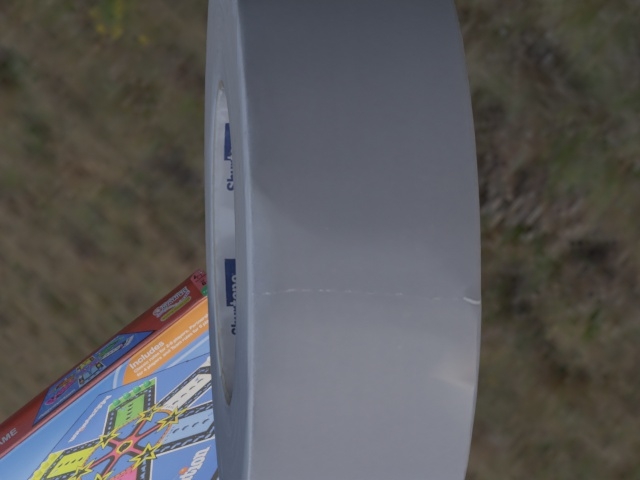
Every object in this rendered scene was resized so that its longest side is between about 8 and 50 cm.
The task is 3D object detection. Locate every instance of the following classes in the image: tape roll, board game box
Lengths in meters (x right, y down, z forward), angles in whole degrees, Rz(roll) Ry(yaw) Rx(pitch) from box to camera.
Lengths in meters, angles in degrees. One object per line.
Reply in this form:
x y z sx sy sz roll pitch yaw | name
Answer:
0.000 0.000 0.625 0.072 0.219 0.219 -1 170 -6 | tape roll
-0.127 0.152 0.837 0.145 0.281 0.027 55 175 -34 | board game box
